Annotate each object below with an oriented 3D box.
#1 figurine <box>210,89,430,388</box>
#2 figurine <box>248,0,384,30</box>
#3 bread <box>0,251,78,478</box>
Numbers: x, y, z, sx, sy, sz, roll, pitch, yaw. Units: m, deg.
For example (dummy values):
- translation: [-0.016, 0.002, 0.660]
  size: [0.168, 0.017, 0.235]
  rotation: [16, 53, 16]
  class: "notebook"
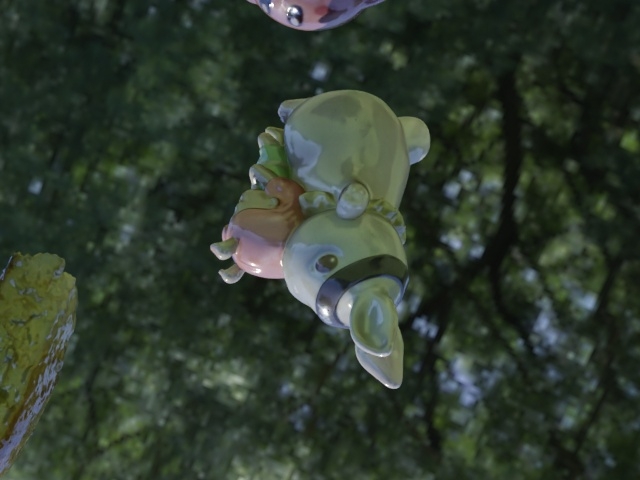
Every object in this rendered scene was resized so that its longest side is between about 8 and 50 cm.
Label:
- translation: [0.002, 0.005, 0.758]
  size: [0.081, 0.098, 0.146]
  rotation: [47, -140, -44]
  class: "figurine"
- translation: [-0.001, -0.135, 0.751]
  size: [0.083, 0.071, 0.067]
  rotation: [17, -131, -1]
  class: "figurine"
- translation: [-0.179, 0.095, 0.828]
  size: [0.054, 0.154, 0.136]
  rotation: [24, -135, -1]
  class: "bread"
